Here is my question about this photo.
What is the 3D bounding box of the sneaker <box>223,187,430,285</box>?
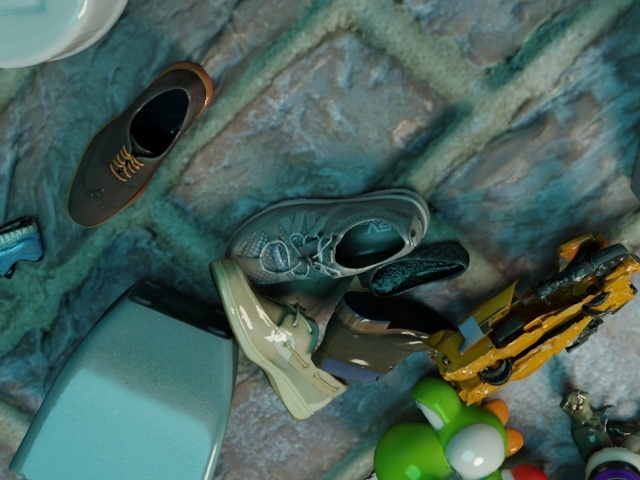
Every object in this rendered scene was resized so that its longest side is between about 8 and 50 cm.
[{"bbox_3d":[0.000,0.000,1.412,0.281,0.115,0.105,-17,108,13],"label":"sneaker"}]

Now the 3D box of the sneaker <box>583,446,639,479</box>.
[{"bbox_3d":[0.411,0.439,1.496,0.102,0.146,0.293,-8,120,14],"label":"sneaker"}]

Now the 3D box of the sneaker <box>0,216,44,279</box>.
[{"bbox_3d":[-0.452,0.029,1.487,0.162,0.063,0.073,-18,111,11],"label":"sneaker"}]

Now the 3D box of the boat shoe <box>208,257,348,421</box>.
[{"bbox_3d":[-0.053,0.121,1.446,0.098,0.109,0.302,-28,128,2],"label":"boat shoe"}]

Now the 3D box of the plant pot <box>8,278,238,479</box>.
[{"bbox_3d":[-0.227,0.198,1.446,0.248,0.247,0.252,22,98,-4],"label":"plant pot"}]

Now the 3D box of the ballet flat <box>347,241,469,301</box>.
[{"bbox_3d":[0.115,0.044,1.457,0.173,0.049,0.057,-21,108,11],"label":"ballet flat"}]

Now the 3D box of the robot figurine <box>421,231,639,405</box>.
[{"bbox_3d":[0.281,0.095,1.403,0.291,0.211,0.085,-35,60,3],"label":"robot figurine"}]

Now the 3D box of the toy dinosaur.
[{"bbox_3d":[0.414,0.298,1.530,0.118,0.064,0.268,-14,114,11],"label":"toy dinosaur"}]

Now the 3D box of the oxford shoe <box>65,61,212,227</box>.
[{"bbox_3d":[-0.247,-0.115,1.397,0.097,0.098,0.271,37,109,-10],"label":"oxford shoe"}]

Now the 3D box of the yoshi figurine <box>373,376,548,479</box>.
[{"bbox_3d":[0.203,0.368,1.491,0.362,0.203,0.203,57,140,7],"label":"yoshi figurine"}]

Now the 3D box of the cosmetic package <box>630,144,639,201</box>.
[{"bbox_3d":[0.594,-0.114,1.307,0.385,0.156,0.217,7,109,3],"label":"cosmetic package"}]

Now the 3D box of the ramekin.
[{"bbox_3d":[-0.372,-0.338,1.304,0.277,0.135,0.277,1,110,3],"label":"ramekin"}]

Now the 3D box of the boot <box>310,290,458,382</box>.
[{"bbox_3d":[0.087,0.136,1.452,0.219,0.082,0.106,17,119,-36],"label":"boot"}]
